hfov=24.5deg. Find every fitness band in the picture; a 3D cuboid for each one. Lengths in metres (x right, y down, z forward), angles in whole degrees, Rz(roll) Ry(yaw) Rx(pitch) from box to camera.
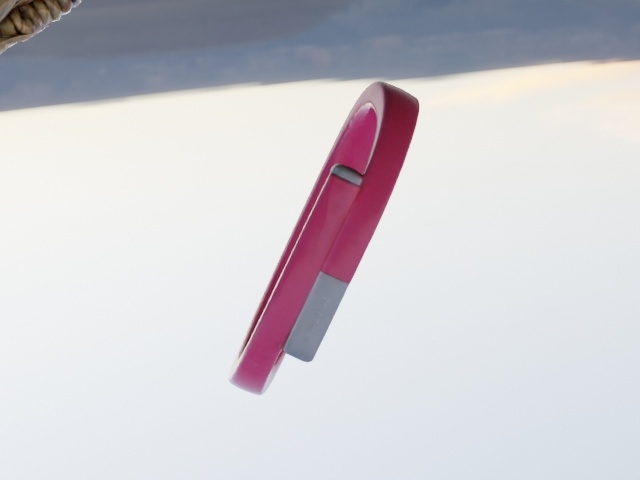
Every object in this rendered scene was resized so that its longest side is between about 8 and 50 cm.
[{"bbox_3d":[0.000,0.000,1.255,0.054,0.290,0.209,25,-169,-6],"label":"fitness band"}]

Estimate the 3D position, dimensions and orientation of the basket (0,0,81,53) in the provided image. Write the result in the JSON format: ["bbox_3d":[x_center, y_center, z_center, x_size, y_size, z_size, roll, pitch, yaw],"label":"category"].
[{"bbox_3d":[-0.247,-0.129,0.701,0.299,0.213,0.223,-23,163,5],"label":"basket"}]
